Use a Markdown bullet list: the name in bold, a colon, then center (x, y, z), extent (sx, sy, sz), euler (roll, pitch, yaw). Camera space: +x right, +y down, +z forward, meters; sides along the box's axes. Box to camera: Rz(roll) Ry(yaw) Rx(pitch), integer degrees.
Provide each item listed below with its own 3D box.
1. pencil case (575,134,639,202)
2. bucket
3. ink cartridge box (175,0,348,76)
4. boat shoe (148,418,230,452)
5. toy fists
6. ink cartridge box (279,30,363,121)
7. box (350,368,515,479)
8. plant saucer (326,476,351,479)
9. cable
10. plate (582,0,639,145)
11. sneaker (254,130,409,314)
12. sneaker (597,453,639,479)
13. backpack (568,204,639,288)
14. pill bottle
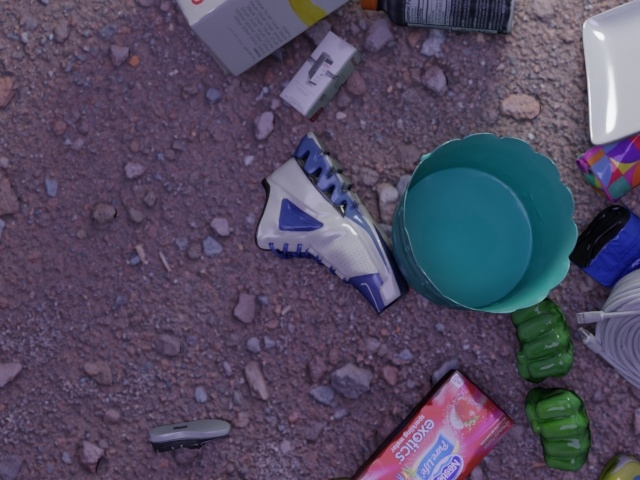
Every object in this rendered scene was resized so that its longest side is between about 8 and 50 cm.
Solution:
- **pencil case**: center (0.508, -0.164, 1.783), extent (0.236, 0.104, 0.104), euler (-42, 85, 5)
- **bucket**: center (0.243, -0.017, 1.784), extent (0.281, 0.183, 0.281), euler (1, 83, -7)
- **ink cartridge box**: center (-0.065, -0.482, 1.811), extent (0.385, 0.160, 0.279), euler (-34, 57, 7)
- **boat shoe**: center (-0.219, 0.332, 1.953), extent (0.142, 0.049, 0.040), euler (-7, 108, 9)
- **toy fists**: center (0.362, 0.223, 1.818), extent (0.096, 0.142, 0.279), euler (-11, 89, 8)
- **ink cartridge box**: center (0.002, -0.267, 1.886), extent (0.056, 0.099, 0.135), euler (39, 94, 7)
- **box**: center (0.175, 0.337, 1.841), extent (0.128, 0.122, 0.257), euler (43, 88, 5)
- **plant saucer**: center (0.045, 0.516, 1.919), extent (0.241, 0.037, 0.240), euler (0, 90, 7)
- **cable**: center (0.552, 0.147, 1.755), extent (0.257, 0.089, 0.257), euler (46, 138, -19)
- **plate**: center (0.536, -0.276, 1.738), extent (0.277, 0.045, 0.278), euler (-18, 47, 29)
- **sneaker**: center (-0.001, -0.001, 1.887), extent (0.182, 0.127, 0.315), euler (-33, 79, 11)
- **sneaker**: center (0.465, 0.465, 1.832), extent (0.126, 0.091, 0.240), euler (32, 94, 6)
- **backpack**: center (0.463, 0.009, 1.828), extent (0.101, 0.098, 0.120), euler (35, 96, -23)
- **pill bottle**: center (0.188, -0.403, 1.843), extent (0.246, 0.130, 0.130), euler (7, 91, 8)
